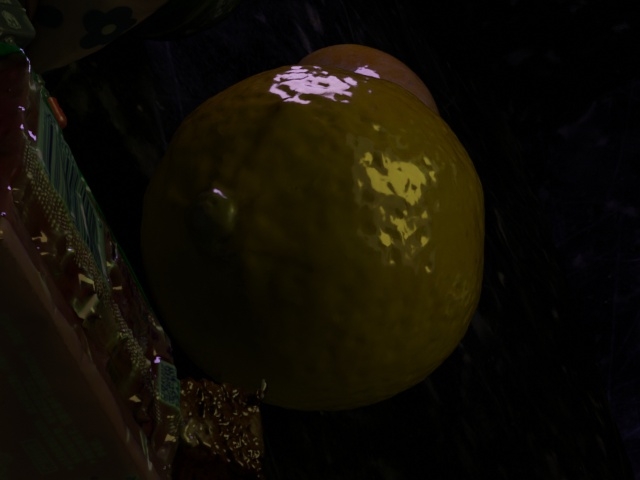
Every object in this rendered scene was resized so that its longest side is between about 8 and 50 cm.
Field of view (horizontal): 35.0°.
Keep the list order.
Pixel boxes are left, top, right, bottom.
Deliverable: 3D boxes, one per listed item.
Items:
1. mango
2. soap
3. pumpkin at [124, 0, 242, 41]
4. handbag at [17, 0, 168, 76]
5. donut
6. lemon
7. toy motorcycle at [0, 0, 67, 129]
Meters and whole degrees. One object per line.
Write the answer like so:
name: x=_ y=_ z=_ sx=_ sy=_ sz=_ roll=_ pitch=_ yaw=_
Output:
mango: x=0.053 y=-0.133 z=1.342 sx=0.198 sy=0.222 sz=0.384 roll=1 pitch=32 yaw=-25
soap: x=-0.158 y=0.040 z=0.574 sx=0.218 sy=0.098 sz=0.273 roll=-98 pitch=174 yaw=-48
pumpkin: x=-0.184 y=-0.355 z=1.044 sx=0.300 sy=0.207 sz=0.300 roll=48 pitch=25 yaw=-32
handbag: x=-0.245 y=-0.267 z=0.813 sx=0.251 sy=0.193 sz=0.190 roll=50 pitch=18 yaw=-25
donut: x=-0.091 y=0.201 z=0.675 sx=0.085 sy=0.141 sz=0.217 roll=26 pitch=26 yaw=-29
lemon: x=0.000 y=0.000 z=0.913 sx=0.336 sy=0.336 sz=0.336 roll=49 pitch=24 yaw=-31
toy motorcycle: x=-0.284 y=-0.122 z=0.645 sx=0.182 sy=0.123 sz=0.272 roll=54 pitch=20 yaw=9
